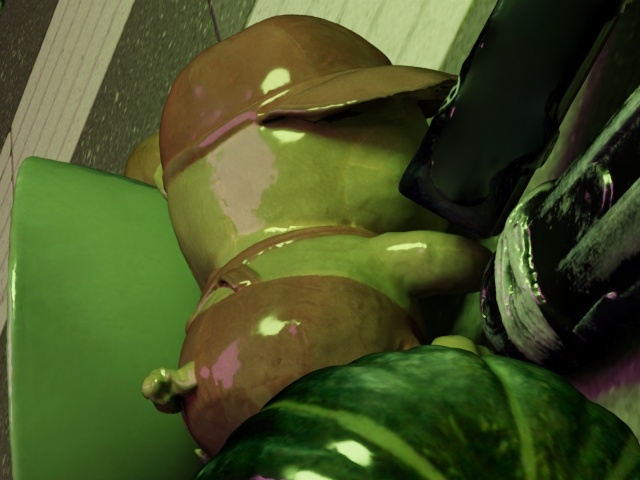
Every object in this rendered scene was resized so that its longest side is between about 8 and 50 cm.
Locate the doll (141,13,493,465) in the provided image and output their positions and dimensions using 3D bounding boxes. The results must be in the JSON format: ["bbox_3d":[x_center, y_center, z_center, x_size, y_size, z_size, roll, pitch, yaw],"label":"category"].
[{"bbox_3d":[0.001,0.002,0.937,0.196,0.152,0.256,-15,60,16],"label":"doll"}]

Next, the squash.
[{"bbox_3d":[0.039,0.145,0.631,0.172,0.218,0.218,-42,36,46],"label":"squash"}]

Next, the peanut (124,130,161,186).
[{"bbox_3d":[-0.098,-0.054,1.358,0.152,0.076,0.076,-16,60,66],"label":"peanut"}]

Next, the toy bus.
[{"bbox_3d":[0.097,-0.085,0.824,0.172,0.057,0.072,-61,-11,3],"label":"toy bus"}]

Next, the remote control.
[{"bbox_3d":[0.126,-0.019,0.732,0.266,0.066,0.090,-45,30,53],"label":"remote control"}]

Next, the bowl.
[{"bbox_3d":[-0.097,0.090,1.085,0.289,0.146,0.289,177,90,-86],"label":"bowl"}]
